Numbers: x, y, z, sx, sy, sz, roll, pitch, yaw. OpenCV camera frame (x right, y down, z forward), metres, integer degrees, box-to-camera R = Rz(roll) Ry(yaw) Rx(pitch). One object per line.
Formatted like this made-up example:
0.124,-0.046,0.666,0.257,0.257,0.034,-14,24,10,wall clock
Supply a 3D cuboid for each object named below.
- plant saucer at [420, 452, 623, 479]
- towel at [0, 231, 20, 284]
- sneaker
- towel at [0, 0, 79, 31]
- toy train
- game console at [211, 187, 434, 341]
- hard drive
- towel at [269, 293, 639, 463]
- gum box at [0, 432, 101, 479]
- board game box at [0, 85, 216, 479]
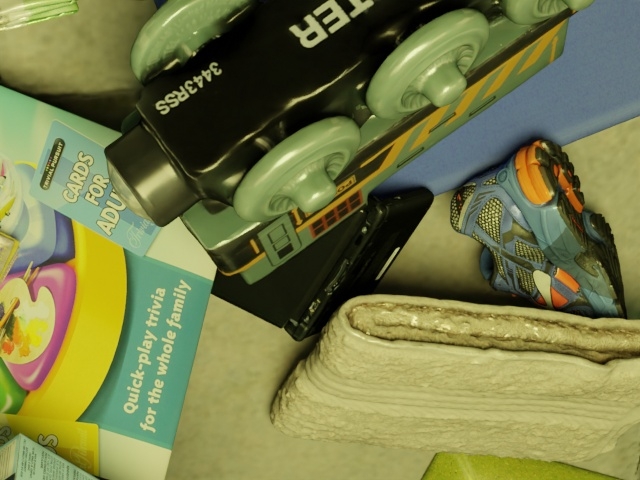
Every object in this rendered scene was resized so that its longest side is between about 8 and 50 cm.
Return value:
0.148,0.265,1.117,0.188,0.045,0.188,18,112,-23,plant saucer
-0.209,0.022,0.749,0.060,0.009,0.083,34,64,-19,towel
0.160,0.012,0.967,0.087,0.083,0.221,-15,136,23,sneaker
-0.223,-0.163,0.759,0.152,0.023,0.113,-17,85,-16,towel
0.033,-0.109,0.761,0.334,0.142,0.190,-37,165,-6,toy train
0.000,0.000,0.909,0.107,0.071,0.122,-18,147,-53,game console
0.073,-0.131,0.888,0.319,0.040,0.210,-22,120,-3,hard drive
0.118,0.107,0.975,0.282,0.049,0.187,6,148,-17,towel
-0.149,0.196,0.750,0.157,0.041,0.184,-34,127,24,gum box
-0.236,0.028,0.785,0.336,0.079,0.253,21,69,-24,board game box
